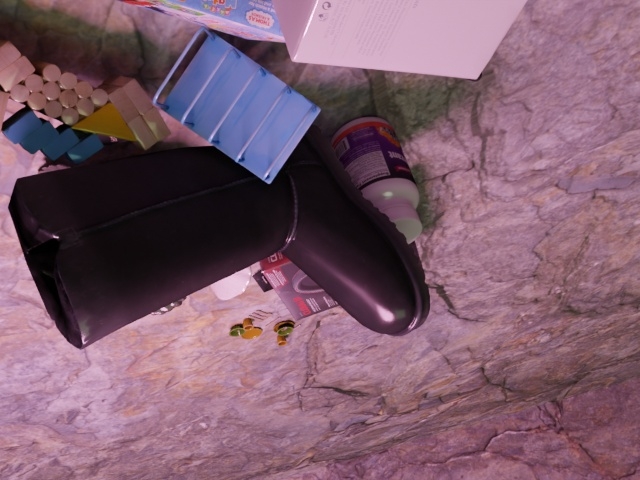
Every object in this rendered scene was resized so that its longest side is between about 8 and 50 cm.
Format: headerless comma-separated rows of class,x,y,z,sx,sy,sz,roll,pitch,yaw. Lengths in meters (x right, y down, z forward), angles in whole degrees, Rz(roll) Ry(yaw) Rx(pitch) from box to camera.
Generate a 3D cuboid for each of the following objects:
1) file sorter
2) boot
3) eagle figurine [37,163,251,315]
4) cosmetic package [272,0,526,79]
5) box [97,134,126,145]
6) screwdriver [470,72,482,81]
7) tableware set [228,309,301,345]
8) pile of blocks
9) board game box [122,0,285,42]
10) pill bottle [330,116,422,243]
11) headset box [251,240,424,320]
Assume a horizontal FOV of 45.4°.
file sorter,-0.102,-0.163,0.938,0.170,0.104,0.118,35,96,-4
boot,-0.115,0.030,0.976,0.445,0.367,0.146,-18,153,-41
eagle figurine,-0.258,-0.001,1.157,0.299,0.226,0.225,-5,166,-26
cosmetic package,0.066,-0.301,0.809,0.225,0.224,0.138,-1,144,-23
box,-0.294,-0.165,1.044,0.067,0.018,0.083,-12,147,-7
screwdriver,0.168,-0.264,1.105,0.170,0.024,0.025,17,106,-31
tableware set,-0.120,0.199,1.663,0.104,0.024,0.154,-33,144,25
pile of blocks,-0.367,-0.166,0.909,0.362,0.113,0.148,15,95,-34
board game box,-0.137,-0.265,0.849,0.212,0.160,0.039,7,101,-33
pill bottle,0.088,-0.086,1.170,0.108,0.193,0.108,-12,148,-8
headset box,0.022,0.024,1.381,0.293,0.110,0.218,-19,148,4
